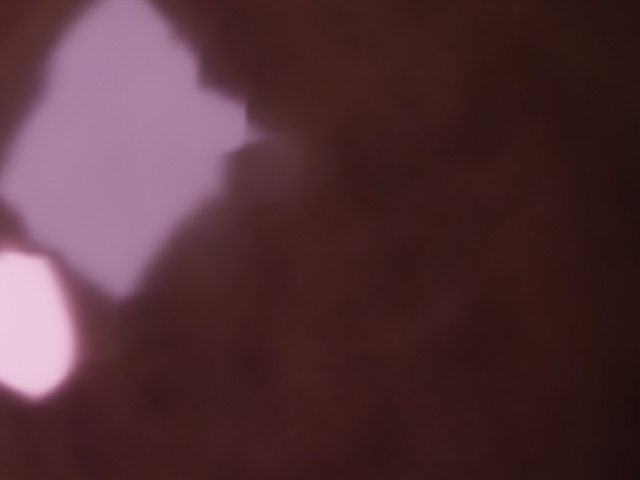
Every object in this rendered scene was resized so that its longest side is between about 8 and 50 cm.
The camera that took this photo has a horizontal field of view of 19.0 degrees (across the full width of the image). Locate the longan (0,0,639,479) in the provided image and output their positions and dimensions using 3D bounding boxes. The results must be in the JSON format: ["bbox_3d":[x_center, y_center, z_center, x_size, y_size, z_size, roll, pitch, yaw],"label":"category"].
[{"bbox_3d":[0.000,0.000,0.516,0.350,0.288,0.288,-6,71,48],"label":"longan"}]
